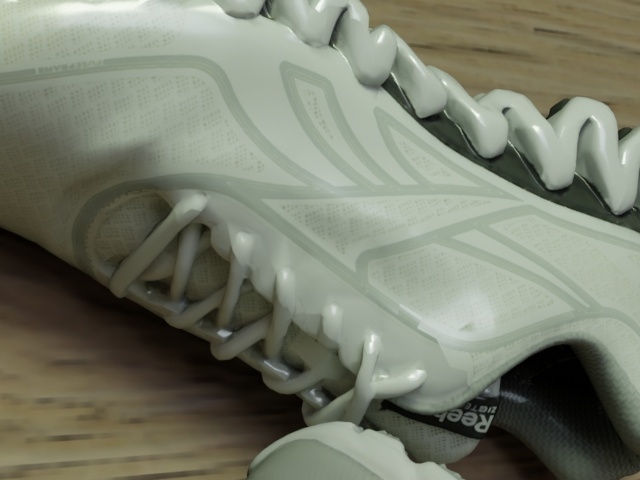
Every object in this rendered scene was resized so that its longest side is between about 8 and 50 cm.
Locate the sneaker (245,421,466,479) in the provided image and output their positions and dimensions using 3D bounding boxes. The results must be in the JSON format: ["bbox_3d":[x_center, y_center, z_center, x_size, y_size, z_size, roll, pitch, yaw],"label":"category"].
[{"bbox_3d":[0.030,0.163,0.334,0.115,0.105,0.281,-22,53,-10],"label":"sneaker"}]

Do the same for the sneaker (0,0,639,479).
[{"bbox_3d":[0.000,0.000,0.443,0.292,0.110,0.118,15,60,-28],"label":"sneaker"}]
